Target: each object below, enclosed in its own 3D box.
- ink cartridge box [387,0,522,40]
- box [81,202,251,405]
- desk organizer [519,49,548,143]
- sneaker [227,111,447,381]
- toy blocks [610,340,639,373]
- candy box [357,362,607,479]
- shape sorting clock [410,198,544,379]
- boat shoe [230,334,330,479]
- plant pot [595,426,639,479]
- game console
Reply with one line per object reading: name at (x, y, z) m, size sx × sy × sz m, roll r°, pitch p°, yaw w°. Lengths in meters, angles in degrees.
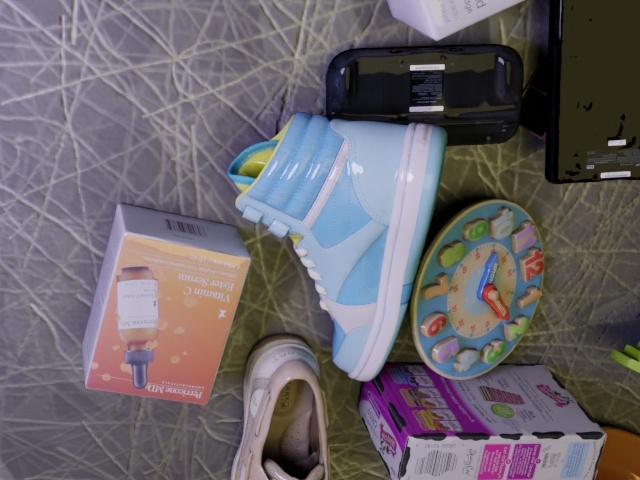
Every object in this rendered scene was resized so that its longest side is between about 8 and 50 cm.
ink cartridge box at (0.186, -0.353, 0.954) m, size 0.306 × 0.131 × 0.226 m, roll -25°, pitch 116°, yaw -3°
box at (-0.160, 0.065, 1.051) m, size 0.130 × 0.091 × 0.170 m, roll 11°, pitch 108°, yaw -19°
desk organizer at (0.257, -0.168, 1.094) m, size 0.050 × 0.047 × 0.130 m, roll 26°, pitch 103°, yaw -20°
sneaker at (0.000, 0.000, 1.066) m, size 0.208 × 0.127 × 0.319 m, roll 14°, pitch 125°, yaw 3°
toy blocks at (0.563, 0.102, 1.218) m, size 0.381 × 0.191 × 0.261 m, roll 26°, pitch 94°, yaw -8°
candy box at (0.175, 0.205, 1.161) m, size 0.233 × 0.159 × 0.071 m, roll 2°, pitch 112°, yaw -15°
shape sorting clock at (0.178, 0.055, 1.135) m, size 0.206 × 0.040 × 0.206 m, roll -14°, pitch 112°, yaw -40°
boat shoe at (-0.039, 0.259, 1.157) m, size 0.109 × 0.098 × 0.302 m, roll -2°, pitch 112°, yaw -14°
plant pot at (0.359, 0.399, 1.241) m, size 0.291 × 0.291 × 0.203 m, roll 22°, pitch 121°, yaw -22°
game console at (0.186, -0.162, 1.046) m, size 0.361 × 0.044 × 0.213 m, roll -2°, pitch 108°, yaw -2°
